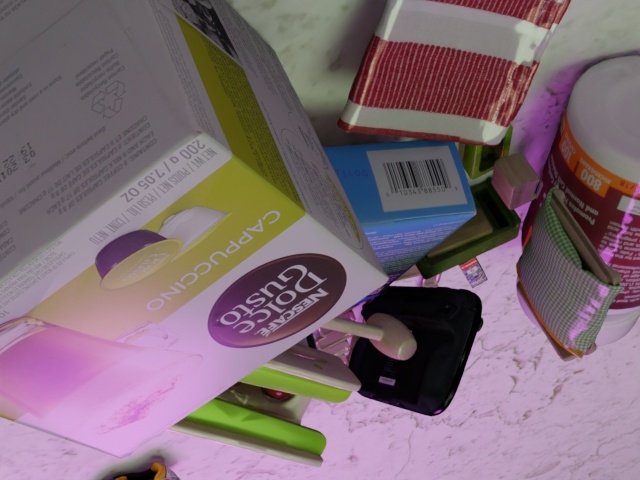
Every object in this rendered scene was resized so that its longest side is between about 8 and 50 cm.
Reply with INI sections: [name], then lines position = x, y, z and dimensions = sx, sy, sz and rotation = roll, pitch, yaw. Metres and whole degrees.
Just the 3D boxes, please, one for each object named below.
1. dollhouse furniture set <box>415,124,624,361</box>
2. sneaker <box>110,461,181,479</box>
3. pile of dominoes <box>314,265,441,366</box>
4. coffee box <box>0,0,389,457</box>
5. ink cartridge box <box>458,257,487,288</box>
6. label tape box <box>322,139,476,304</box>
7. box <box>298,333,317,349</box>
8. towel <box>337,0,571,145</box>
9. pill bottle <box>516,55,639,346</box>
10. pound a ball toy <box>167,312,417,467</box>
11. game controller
[dollhouse furniture set]
position = 0.228, 0.016, 1.518
dimensions = 0.151, 0.301, 0.197
rotation = -21, 148, -12
[sneaker]
position = -0.329, 0.418, 1.903
dimensions = 0.225, 0.088, 0.093
rotation = -26, 126, -1
[pile of dominoes]
position = 0.075, 0.121, 1.817
dimensions = 0.196, 0.040, 0.251
rotation = -11, 135, -21
[coffee box]
position = -0.197, -0.051, 1.118
dimensions = 0.337, 0.338, 0.334
rotation = -34, 145, 13
[ink cartridge box]
position = 0.204, 0.016, 1.717
dimensions = 0.029, 0.063, 0.115
rotation = -29, 146, 6
[label tape box]
position = 0.000, 0.000, 1.501
dimensions = 0.249, 0.115, 0.347
rotation = -7, 162, -26
[box]
position = -0.101, 0.171, 1.655
dimensions = 0.180, 0.077, 0.147
rotation = -14, 168, -9
[towel]
position = 0.173, -0.251, 1.305
dimensions = 0.237, 0.037, 0.329
rotation = 3, 124, -35
[pill bottle]
position = 0.402, -0.040, 1.632
dimensions = 0.224, 0.224, 0.392
rotation = -14, 144, -18
[pound a ball toy]
position = -0.067, 0.145, 1.487
dimensions = 0.319, 0.136, 0.208
rotation = 19, 102, -31
[game controller]
position = 0.121, 0.142, 1.606
dimensions = 0.067, 0.166, 0.319
rotation = 13, 175, -18
